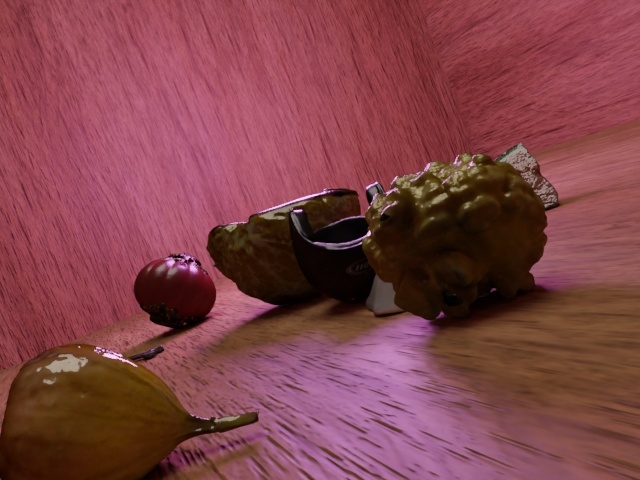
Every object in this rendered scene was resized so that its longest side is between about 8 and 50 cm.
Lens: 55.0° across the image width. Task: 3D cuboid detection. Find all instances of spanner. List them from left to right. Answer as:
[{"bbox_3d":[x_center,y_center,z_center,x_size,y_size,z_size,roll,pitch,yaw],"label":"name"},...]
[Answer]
[{"bbox_3d":[-0.461,0.283,1.449,0.254,0.015,0.054,-19,6,33],"label":"spanner"}]

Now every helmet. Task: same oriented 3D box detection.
[{"bbox_3d":[0.050,0.009,1.078,0.189,0.193,0.216,-20,8,-4],"label":"helmet"}]

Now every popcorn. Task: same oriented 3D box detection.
[{"bbox_3d":[0.161,0.000,0.737,0.218,0.189,0.169,-13,14,28],"label":"popcorn"}]

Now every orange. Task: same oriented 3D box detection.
[{"bbox_3d":[-0.075,0.029,1.331,0.369,0.210,0.271,-17,-16,41],"label":"orange"}]

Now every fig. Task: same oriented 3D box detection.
[{"bbox_3d":[-0.185,0.179,0.610,0.257,0.159,0.159,-4,6,8],"label":"fig"}]

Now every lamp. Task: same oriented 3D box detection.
[{"bbox_3d":[-0.399,0.135,1.706,0.227,0.227,0.227,-22,4,1],"label":"lamp"}]

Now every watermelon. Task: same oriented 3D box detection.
[{"bbox_3d":[0.397,-0.100,1.322,0.207,0.136,0.202,-40,6,-28],"label":"watermelon"}]

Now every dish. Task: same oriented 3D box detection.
[{"bbox_3d":[0.162,0.035,0.944,0.229,0.081,0.229,-22,4,2],"label":"dish"}]
